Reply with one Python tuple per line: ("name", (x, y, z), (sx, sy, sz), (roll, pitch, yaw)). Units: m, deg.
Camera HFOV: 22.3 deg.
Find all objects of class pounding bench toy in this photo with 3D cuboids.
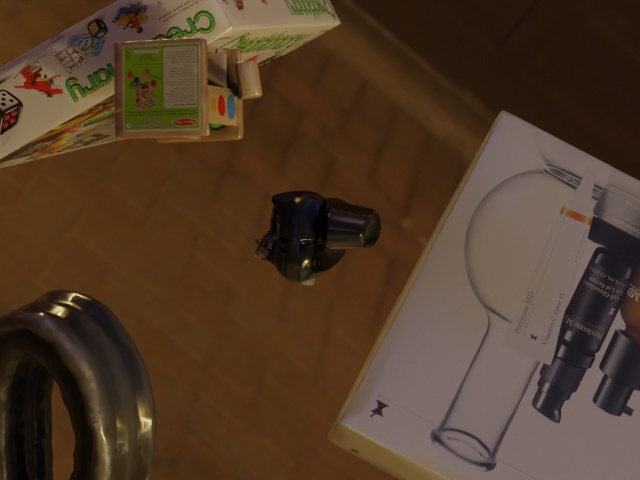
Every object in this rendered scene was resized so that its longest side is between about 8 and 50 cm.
("pounding bench toy", (-0.061, -0.081, 0.889), (0.083, 0.052, 0.065), (-1, 0, 19))

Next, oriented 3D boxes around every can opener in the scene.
("can opener", (0.000, 0.000, 1.043), (0.073, 0.059, 0.186), (16, 1, 3))

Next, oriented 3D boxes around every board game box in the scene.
("board game box", (-0.110, -0.123, 1.106), (0.053, 0.193, 0.305), (62, 16, -1))

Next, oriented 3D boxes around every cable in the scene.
("cable", (-0.122, 0.138, 0.536), (0.072, 0.287, 0.139), (-17, 67, -37))

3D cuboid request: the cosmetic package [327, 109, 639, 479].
("cosmetic package", (0.236, 0.113, 1.246), (0.377, 0.284, 0.097), (27, -15, 3))
